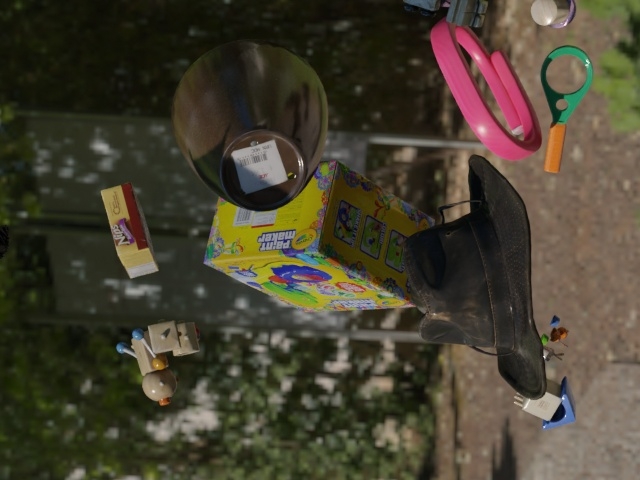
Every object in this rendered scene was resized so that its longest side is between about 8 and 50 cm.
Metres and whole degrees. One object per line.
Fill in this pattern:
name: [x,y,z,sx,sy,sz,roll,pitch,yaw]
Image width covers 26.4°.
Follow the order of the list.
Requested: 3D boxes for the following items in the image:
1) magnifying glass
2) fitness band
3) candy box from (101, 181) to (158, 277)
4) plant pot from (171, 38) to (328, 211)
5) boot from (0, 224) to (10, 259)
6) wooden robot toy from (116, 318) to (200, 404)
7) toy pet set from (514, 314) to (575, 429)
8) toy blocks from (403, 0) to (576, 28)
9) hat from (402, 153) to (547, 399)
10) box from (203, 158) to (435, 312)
magnifying glass: [0.430,-0.234,2.437,0.026,0.092,0.231,-70,-13,-71]
fitness band: [0.291,-0.270,2.411,0.209,0.054,0.291,-2,-118,-55]
candy box: [-0.296,-0.014,2.134,0.187,0.053,0.109,106,148,-78]
plant pot: [-0.084,-0.128,1.768,0.230,0.215,0.215,-106,18,-67]
boot: [-0.464,0.001,1.866,0.045,0.099,0.121,51,-142,-27]
wooden robot toy: [-0.158,0.129,1.413,0.173,0.076,0.079,146,113,-68]
toy pet set: [0.302,0.181,1.751,0.114,0.065,0.122,-70,4,-62]
toy blocks: [0.326,-0.467,2.033,0.260,0.288,0.309,-18,-54,-52]
hat: [0.170,0.051,1.664,0.331,0.134,0.331,171,90,-85]
box: [0.000,0.000,2.466,0.290,0.279,0.177,-6,65,44]
